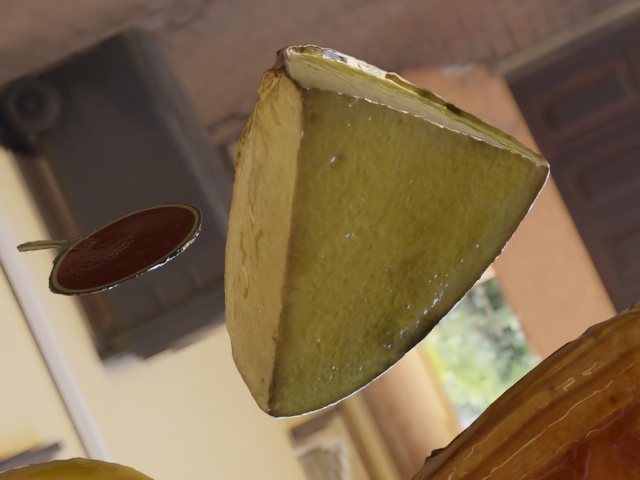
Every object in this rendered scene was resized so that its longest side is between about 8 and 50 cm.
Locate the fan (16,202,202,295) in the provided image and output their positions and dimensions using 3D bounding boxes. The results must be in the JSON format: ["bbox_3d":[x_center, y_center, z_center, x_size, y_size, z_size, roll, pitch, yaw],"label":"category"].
[{"bbox_3d":[-0.115,0.003,0.949,0.133,0.005,0.085,2,-145,45],"label":"fan"}]

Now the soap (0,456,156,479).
[{"bbox_3d":[-0.238,0.290,1.061,0.427,0.306,0.115,-24,134,18],"label":"soap"}]

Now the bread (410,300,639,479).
[{"bbox_3d":[0.188,0.173,0.986,0.324,0.277,0.167,-35,-178,-14],"label":"bread"}]

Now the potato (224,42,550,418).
[{"bbox_3d":[0.000,0.000,1.372,0.269,0.112,0.255,16,109,-42],"label":"potato"}]
